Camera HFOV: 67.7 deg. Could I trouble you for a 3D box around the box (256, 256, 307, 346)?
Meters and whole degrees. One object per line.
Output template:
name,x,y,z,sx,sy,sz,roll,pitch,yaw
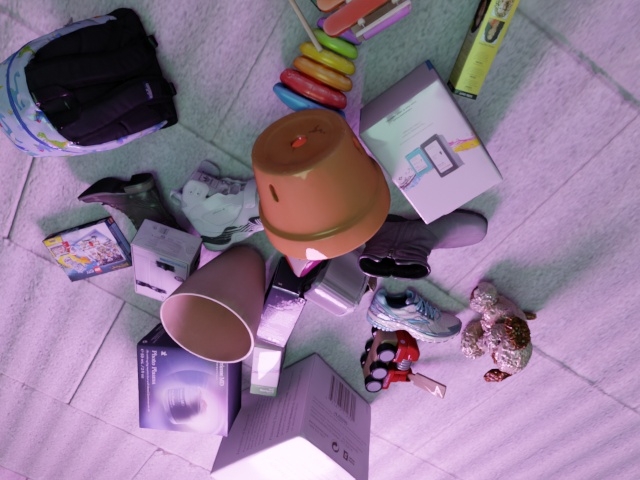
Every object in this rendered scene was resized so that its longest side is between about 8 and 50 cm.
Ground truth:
box,-0.111,0.180,1.406,0.108,0.153,0.207,21,122,-7

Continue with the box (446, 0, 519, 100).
box,0.345,-0.426,1.015,0.058,0.087,0.232,14,121,-4

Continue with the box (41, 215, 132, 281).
box,-0.698,0.029,1.450,0.233,0.044,0.159,-14,119,15

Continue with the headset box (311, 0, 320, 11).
headset box,0.009,-0.543,1.015,0.083,0.032,0.062,-37,111,27

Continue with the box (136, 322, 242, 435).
box,-0.417,0.445,1.548,0.294,0.183,0.296,3,103,4

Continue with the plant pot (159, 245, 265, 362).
plant pot,-0.257,0.145,1.317,0.256,0.274,0.256,9,130,11

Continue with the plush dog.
plush dog,0.522,0.274,1.342,0.210,0.225,0.262,5,122,4

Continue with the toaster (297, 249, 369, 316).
toaster,0.041,0.105,1.303,0.146,0.227,0.129,35,142,-15

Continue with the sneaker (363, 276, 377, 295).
sneaker,0.079,0.150,1.412,0.188,0.071,0.066,-27,115,21

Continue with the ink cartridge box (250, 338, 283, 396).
ink cartridge box,-0.162,0.365,1.526,0.093,0.154,0.212,8,122,2

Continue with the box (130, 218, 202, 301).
box,-0.438,0.077,1.363,0.169,0.087,0.290,20,144,-6

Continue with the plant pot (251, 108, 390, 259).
plant pot,-0.016,-0.133,0.996,0.290,0.291,0.203,-11,137,14

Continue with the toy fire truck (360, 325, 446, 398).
toy fire truck,0.272,0.393,1.506,0.246,0.158,0.217,7,122,-11

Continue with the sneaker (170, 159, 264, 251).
sneaker,-0.220,-0.122,1.241,0.365,0.137,0.210,-27,118,25

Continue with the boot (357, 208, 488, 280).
boot,0.268,0.023,1.220,0.338,0.223,0.118,-5,120,10

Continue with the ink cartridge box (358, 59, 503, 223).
ink cartridge box,0.244,-0.222,1.087,0.197,0.198,0.270,-32,114,23

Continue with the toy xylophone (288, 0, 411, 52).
toy xylophone,0.038,-0.512,0.925,0.236,0.081,0.323,-36,79,13

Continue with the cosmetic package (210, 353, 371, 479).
cosmetic package,-0.081,0.662,1.600,0.393,0.327,0.329,-34,112,25

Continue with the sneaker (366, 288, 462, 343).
sneaker,0.283,0.215,1.407,0.283,0.110,0.122,9,119,1

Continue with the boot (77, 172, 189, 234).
boot,-0.527,-0.065,1.348,0.263,0.091,0.229,-5,127,16

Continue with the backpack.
backpack,-0.513,-0.316,1.032,0.273,0.355,0.290,-9,121,13

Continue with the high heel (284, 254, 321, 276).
high heel,0.000,0.000,1.232,0.181,0.377,0.127,-27,91,-12

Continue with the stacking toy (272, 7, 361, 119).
stacking toy,0.026,-0.420,1.034,0.175,0.166,0.302,22,110,-8
